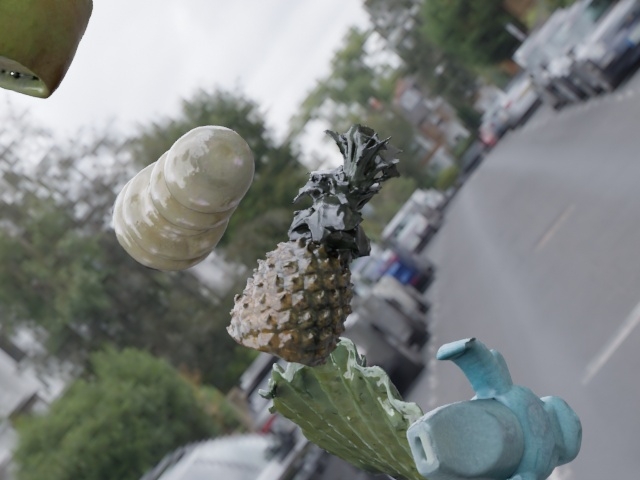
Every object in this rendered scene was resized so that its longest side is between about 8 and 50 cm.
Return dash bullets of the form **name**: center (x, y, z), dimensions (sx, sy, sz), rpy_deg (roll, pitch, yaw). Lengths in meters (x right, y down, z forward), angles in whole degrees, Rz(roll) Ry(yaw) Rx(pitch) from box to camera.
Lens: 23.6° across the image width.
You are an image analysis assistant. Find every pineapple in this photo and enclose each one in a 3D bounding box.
- **pineapple**: center (0.000, 0.000, 1.510), dimensions (0.125, 0.125, 0.251), rpy_deg (118, 176, -86)

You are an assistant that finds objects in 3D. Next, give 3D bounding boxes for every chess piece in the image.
- **chess piece**: center (-0.155, -0.056, 1.829), dimensions (0.143, 0.142, 0.261), rpy_deg (-51, 6, -23)

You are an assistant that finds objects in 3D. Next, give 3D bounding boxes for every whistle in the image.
- **whistle**: center (0.162, 0.186, 1.423), dimensions (0.093, 0.186, 0.274), rpy_deg (-22, -15, 29)

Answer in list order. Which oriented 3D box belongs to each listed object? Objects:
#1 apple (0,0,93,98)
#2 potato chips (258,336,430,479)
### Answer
- **apple**: center (-0.368, -0.270, 1.583), dimensions (0.120, 0.265, 0.193), rpy_deg (146, 140, -79)
- **potato chips**: center (0.097, 0.256, 1.915), dimensions (0.097, 0.373, 0.389), rpy_deg (-55, -40, -15)
